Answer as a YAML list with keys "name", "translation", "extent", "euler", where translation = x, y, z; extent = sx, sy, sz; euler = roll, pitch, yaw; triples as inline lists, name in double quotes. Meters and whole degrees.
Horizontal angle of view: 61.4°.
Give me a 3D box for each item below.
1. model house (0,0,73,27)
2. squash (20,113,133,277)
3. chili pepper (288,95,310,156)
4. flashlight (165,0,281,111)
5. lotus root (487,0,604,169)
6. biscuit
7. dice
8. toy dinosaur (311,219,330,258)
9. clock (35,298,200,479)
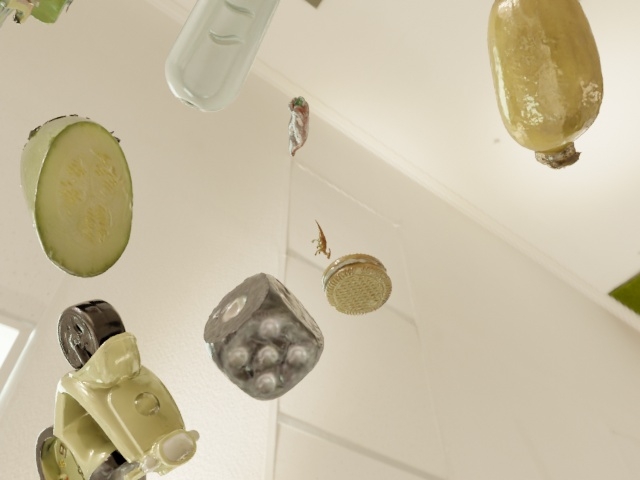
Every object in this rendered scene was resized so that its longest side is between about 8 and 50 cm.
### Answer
- name: "model house"
  translation: [-0.518, -0.439, 0.815]
  extent: [0.242, 0.357, 0.313]
  euler: [37, -140, -26]
- name: "squash"
  translation: [-0.375, -0.077, 0.876]
  extent: [0.189, 0.189, 0.260]
  euler: [12, -160, -41]
- name: "chili pepper"
  translation: [-0.040, -0.216, 1.007]
  extent: [0.041, 0.153, 0.050]
  euler: [2, -123, -2]
- name: "flashlight"
  translation: [-0.055, -0.184, 0.395]
  extent: [0.093, 0.200, 0.048]
  euler: [27, -156, -19]
- name: "lotus root"
  translation: [0.326, -0.241, 0.783]
  extent: [0.131, 0.146, 0.304]
  euler: [-70, -39, -61]
- name: "biscuit"
  translation: [0.129, 0.158, 1.899]
  extent: [0.259, 0.259, 0.079]
  euler: [27, -150, -26]
- name: "dice"
  translation: [-0.111, 0.188, 1.068]
  extent: [0.183, 0.181, 0.182]
  euler: [48, -176, -20]
- name: "toy dinosaur"
  translation: [-0.003, 0.003, 1.338]
  extent: [0.026, 0.041, 0.113]
  euler: [17, -137, -48]
- name: "clock"
  translation: [-0.309, 0.298, 0.802]
  extent: [0.276, 0.379, 0.120]
  euler: [33, -151, 23]
